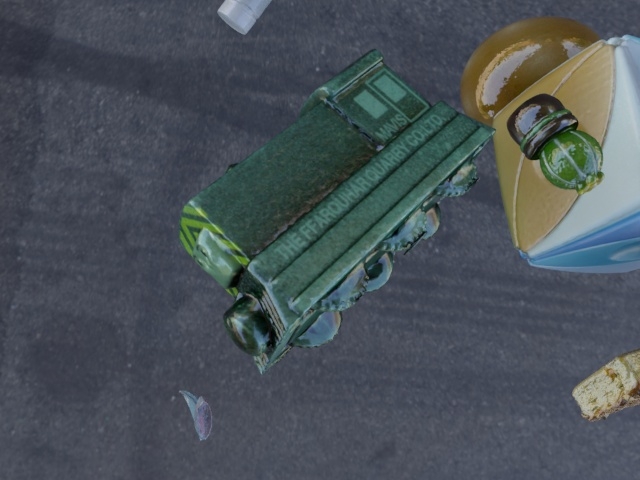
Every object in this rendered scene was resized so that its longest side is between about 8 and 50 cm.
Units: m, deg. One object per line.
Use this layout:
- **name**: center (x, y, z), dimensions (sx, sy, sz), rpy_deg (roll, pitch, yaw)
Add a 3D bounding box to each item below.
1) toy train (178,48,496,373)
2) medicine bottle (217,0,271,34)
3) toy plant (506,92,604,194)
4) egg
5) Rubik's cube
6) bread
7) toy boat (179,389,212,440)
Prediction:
- **toy train**: center (0.012, -0.036, 0.682), dimensions (0.178, 0.330, 0.138), rpy_deg (44, 150, 9)
- **medicine bottle**: center (-0.110, -0.368, 1.120), dimensions (0.057, 0.057, 0.089), rpy_deg (36, 89, -22)
- **toy plant**: center (0.361, -0.141, 1.106), dimensions (0.093, 0.093, 0.162), rpy_deg (-41, 72, 16)
- **egg**: center (0.507, -0.387, 1.752), dimensions (0.351, 0.282, 0.282), rpy_deg (-25, 118, 13)
- **Rubik's cube**: center (0.579, -0.145, 1.421), dimensions (0.352, 0.352, 0.347), rpy_deg (9, 155, -31)
- **bread**: center (0.756, 0.339, 1.769), dimensions (0.275, 0.114, 0.184), rpy_deg (-3, 143, -41)
- **toy boat**: center (-0.253, 0.344, 1.480), dimensions (0.034, 0.122, 0.096), rpy_deg (-4, 101, -27)
